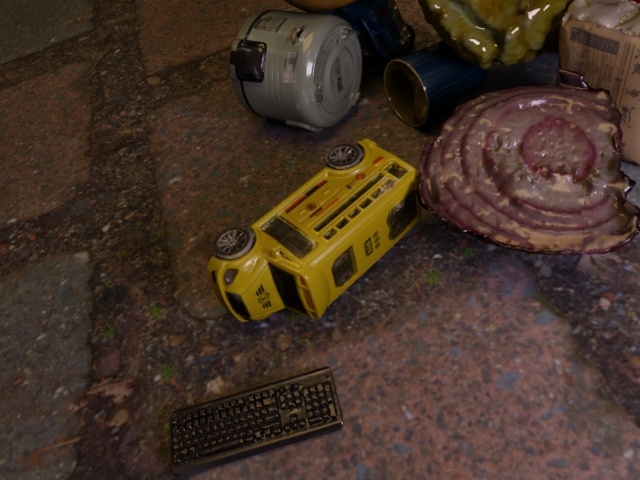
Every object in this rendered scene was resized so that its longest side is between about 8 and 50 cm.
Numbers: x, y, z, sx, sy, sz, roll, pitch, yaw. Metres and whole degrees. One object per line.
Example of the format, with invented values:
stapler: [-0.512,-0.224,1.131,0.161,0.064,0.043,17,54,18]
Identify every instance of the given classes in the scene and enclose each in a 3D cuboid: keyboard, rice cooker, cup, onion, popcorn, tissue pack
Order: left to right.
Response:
keyboard: [-0.087,0.232,0.711,0.230,0.025,0.094,-18,49,2]
rice cooker: [-0.054,-0.338,1.080,0.244,0.226,0.226,21,59,28]
cup: [0.210,-0.310,1.042,0.155,0.131,0.176,-29,22,-15]
popcorn: [0.293,-0.419,0.883,0.281,0.282,0.247,7,18,23]
onion: [0.290,-0.090,0.791,0.279,0.146,0.315,3,59,19]
tissue pack: [0.447,-0.241,0.822,0.090,0.222,0.186,-38,49,-19]

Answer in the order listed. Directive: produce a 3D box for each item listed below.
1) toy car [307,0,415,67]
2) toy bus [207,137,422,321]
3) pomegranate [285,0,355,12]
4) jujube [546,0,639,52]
toy car: [0.057,-0.489,1.205,0.314,0.198,0.166,36,84,37]
toy bus: [0.000,0.000,0.808,0.330,0.144,0.152,-41,53,-21]
pomegranate: [0.011,-0.546,0.993,0.264,0.264,0.264,-9,47,10]
jujube: [0.478,-0.427,1.013,0.250,0.174,0.174,30,64,34]
